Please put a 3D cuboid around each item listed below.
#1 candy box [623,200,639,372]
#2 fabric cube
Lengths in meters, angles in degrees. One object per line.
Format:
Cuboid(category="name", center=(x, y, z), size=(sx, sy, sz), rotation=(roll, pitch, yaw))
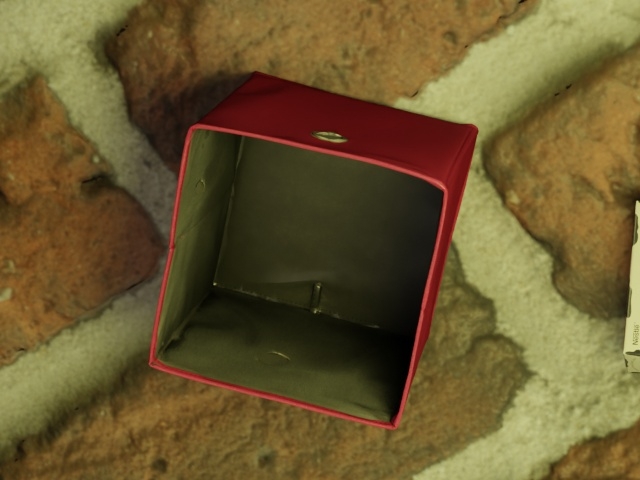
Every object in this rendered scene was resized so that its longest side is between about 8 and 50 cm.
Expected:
Cuboid(category="candy box", center=(0.403, 0.051, 1.786), size=(0.196, 0.070, 0.165), rotation=(3, 72, 15))
Cuboid(category="fabric cube", center=(0.000, 0.000, 1.801), size=(0.254, 0.258, 0.259), rotation=(14, 109, 8))
